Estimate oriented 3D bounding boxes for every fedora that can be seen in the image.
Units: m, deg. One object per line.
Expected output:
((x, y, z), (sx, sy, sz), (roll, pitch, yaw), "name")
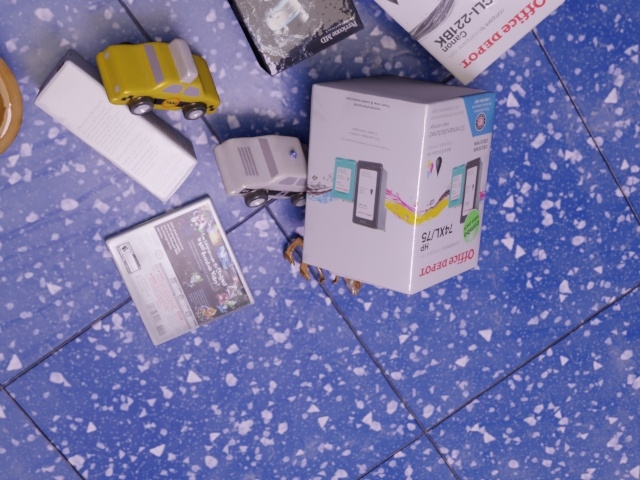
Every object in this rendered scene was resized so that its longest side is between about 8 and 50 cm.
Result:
((-0.509, -0.199, 1.501), (0.194, 0.079, 0.194), (-4, 108, -11), "fedora")

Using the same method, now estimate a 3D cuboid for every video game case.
((-0.216, 0.048, 1.672), (0.173, 0.022, 0.190), (-23, 109, -4), "video game case")

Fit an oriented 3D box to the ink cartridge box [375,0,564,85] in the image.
((0.187, -0.388, 1.542), (0.273, 0.114, 0.197), (39, 118, -21), "ink cartridge box")

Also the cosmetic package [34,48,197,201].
((-0.290, -0.164, 1.540), (0.231, 0.117, 0.085), (37, 98, -18), "cosmetic package")

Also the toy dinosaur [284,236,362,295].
((0.000, 0.000, 1.692), (0.112, 0.064, 0.211), (-33, 121, -20), "toy dinosaur")

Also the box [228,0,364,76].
((-0.044, -0.344, 1.549), (0.156, 0.093, 0.158), (-28, 111, -3), "box")

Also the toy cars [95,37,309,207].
((-0.133, -0.173, 1.535), (0.393, 0.176, 0.087), (38, 132, -20), "toy cars")

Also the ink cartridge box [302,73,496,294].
((0.112, -0.089, 1.568), (0.198, 0.197, 0.270), (-18, 117, -51), "ink cartridge box")
